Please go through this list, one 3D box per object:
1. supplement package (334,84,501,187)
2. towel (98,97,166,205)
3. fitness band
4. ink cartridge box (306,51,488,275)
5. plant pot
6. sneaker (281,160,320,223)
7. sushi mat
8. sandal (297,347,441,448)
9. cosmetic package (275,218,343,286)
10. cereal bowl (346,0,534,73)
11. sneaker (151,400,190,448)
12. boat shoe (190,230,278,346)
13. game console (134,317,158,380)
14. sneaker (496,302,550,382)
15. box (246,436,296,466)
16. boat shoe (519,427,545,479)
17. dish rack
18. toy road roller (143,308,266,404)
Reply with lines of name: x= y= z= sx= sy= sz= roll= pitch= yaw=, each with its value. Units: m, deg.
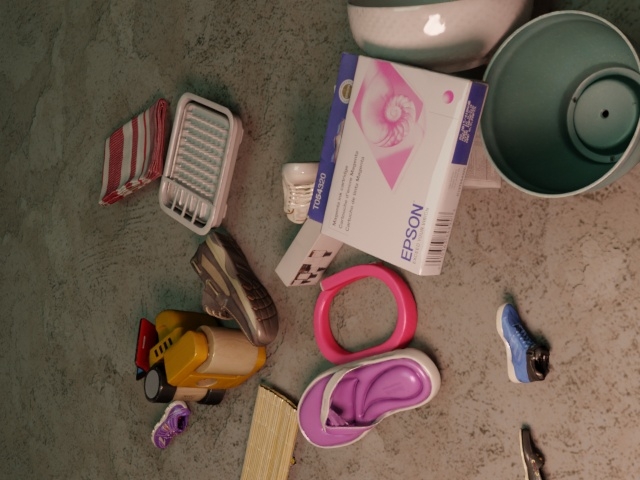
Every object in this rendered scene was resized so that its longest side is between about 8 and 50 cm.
supplement package: x=0.186 y=-0.195 z=1.610 sx=0.199 sy=0.263 sz=0.198 roll=-1 pitch=90 yaw=44
towel: x=-0.550 y=-0.250 z=2.469 sx=0.329 sy=0.037 sz=0.237 roll=-21 pitch=61 yaw=45
fitness band: x=0.088 y=0.163 z=1.859 sx=0.291 sy=0.054 sz=0.209 roll=-25 pitch=73 yaw=43
ink cartridge box: x=0.102 y=-0.143 z=1.462 sx=0.330 sy=0.071 sz=0.324 roll=22 pitch=106 yaw=40
plant pot: x=0.437 y=-0.214 z=1.407 sx=0.293 sy=0.196 sz=0.293 roll=1 pitch=91 yaw=46
sneaker: x=-0.031 y=-0.104 z=1.866 sx=0.290 sy=0.106 sz=0.123 roll=103 pitch=164 yaw=-84
sushi mat: x=-0.128 y=0.519 z=2.060 sx=0.151 sy=0.019 sz=0.316 roll=23 pitch=107 yaw=44
sandal: x=0.072 y=0.340 z=1.809 sx=0.416 sy=0.102 sz=0.169 roll=-39 pitch=85 yaw=38
cosmetic package: x=0.000 y=0.000 z=1.915 sx=0.060 sy=0.099 sz=0.239 roll=51 pitch=124 yaw=29
cereal bowl: x=0.219 y=-0.388 z=1.550 sx=0.339 sy=0.339 sz=0.141 roll=14 pitch=121 yaw=44
sneaker: x=-0.410 y=0.517 z=2.351 sx=0.071 sy=0.068 sz=0.170 roll=44 pitch=119 yaw=29
boat shoe: x=-0.217 y=0.136 z=2.095 sx=0.130 sy=0.132 sz=0.355 roll=-42 pitch=50 yaw=14
game console: x=-0.511 y=0.308 z=2.410 sx=0.085 sy=0.124 sz=0.144 roll=-10 pitch=59 yaw=20
sneaker: x=0.377 y=0.186 z=1.563 sx=0.085 sy=0.058 sz=0.152 roll=-13 pitch=85 yaw=50
box: x=-0.121 y=0.520 z=2.087 sx=0.137 sy=0.027 sz=0.093 roll=-31 pitch=68 yaw=41
boat shoe: x=0.391 y=0.410 z=1.566 sx=0.042 sy=0.049 sz=0.133 roll=-13 pitch=72 yaw=16
dish rack: x=-0.304 y=-0.201 z=2.225 sx=0.285 sy=0.072 sz=0.332 roll=29 pitch=111 yaw=47
toy road roller: x=-0.311 y=0.265 z=2.162 sx=0.329 sy=0.203 sz=0.240 roll=-39 pitch=53 yaw=40
